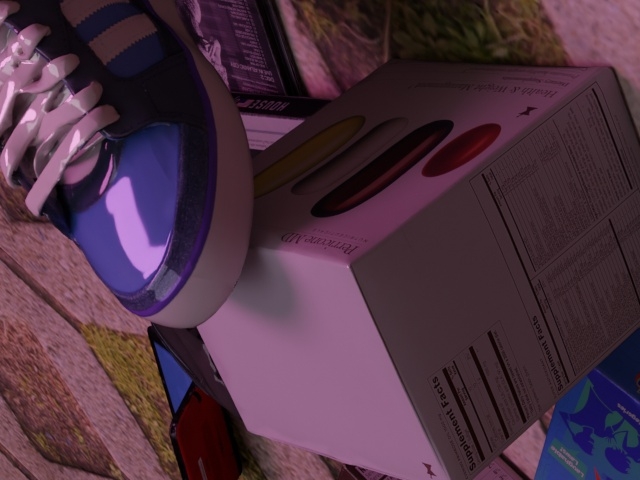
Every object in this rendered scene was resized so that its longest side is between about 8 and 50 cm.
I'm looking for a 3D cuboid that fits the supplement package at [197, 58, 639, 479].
[{"bbox_3d":[0.055,0.009,1.023,0.194,0.203,0.149,8,129,52],"label":"supplement package"}]

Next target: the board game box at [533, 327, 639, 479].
[{"bbox_3d":[0.213,0.161,1.126,0.160,0.047,0.210,39,150,24],"label":"board game box"}]

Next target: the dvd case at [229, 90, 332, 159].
[{"bbox_3d":[0.000,0.000,1.258,0.179,0.029,0.238,10,135,53],"label":"dvd case"}]

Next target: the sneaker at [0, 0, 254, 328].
[{"bbox_3d":[-0.183,-0.102,0.960,0.130,0.236,0.322,-44,51,35],"label":"sneaker"}]

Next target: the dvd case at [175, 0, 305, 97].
[{"bbox_3d":[-0.088,-0.167,1.233,0.164,0.018,0.221,19,137,45],"label":"dvd case"}]

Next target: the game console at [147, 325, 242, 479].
[{"bbox_3d":[-0.127,0.170,1.613,0.085,0.124,0.144,5,133,20],"label":"game console"}]

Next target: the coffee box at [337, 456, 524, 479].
[{"bbox_3d":[0.123,0.248,1.306,0.246,0.098,0.141,43,150,17],"label":"coffee box"}]

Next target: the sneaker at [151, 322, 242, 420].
[{"bbox_3d":[-0.115,0.031,1.414,0.106,0.101,0.267,6,127,57],"label":"sneaker"}]
